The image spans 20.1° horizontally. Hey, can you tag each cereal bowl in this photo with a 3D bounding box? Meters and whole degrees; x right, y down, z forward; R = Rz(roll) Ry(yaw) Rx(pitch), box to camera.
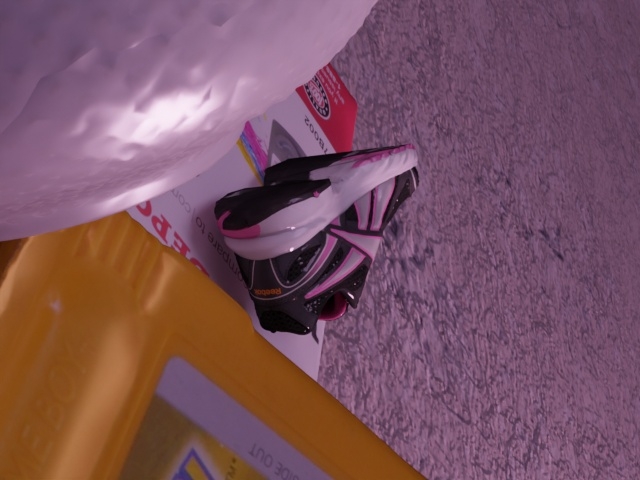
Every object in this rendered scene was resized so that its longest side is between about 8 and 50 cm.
[{"bbox_3d":[-0.124,-0.094,0.717,0.339,0.339,0.141,-60,142,-61],"label":"cereal bowl"}]

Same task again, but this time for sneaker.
[{"bbox_3d":[0.000,0.000,0.921,0.178,0.072,0.077,-29,112,-59],"label":"sneaker"}]

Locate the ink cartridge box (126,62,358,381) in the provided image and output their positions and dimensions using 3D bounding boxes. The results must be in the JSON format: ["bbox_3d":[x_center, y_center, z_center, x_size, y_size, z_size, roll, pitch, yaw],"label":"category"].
[{"bbox_3d":[-0.095,-0.037,0.969,0.226,0.131,0.306,54,27,-34],"label":"ink cartridge box"}]

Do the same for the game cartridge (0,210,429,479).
[{"bbox_3d":[-0.073,0.168,0.771,0.323,0.052,0.285,45,56,-40],"label":"game cartridge"}]
